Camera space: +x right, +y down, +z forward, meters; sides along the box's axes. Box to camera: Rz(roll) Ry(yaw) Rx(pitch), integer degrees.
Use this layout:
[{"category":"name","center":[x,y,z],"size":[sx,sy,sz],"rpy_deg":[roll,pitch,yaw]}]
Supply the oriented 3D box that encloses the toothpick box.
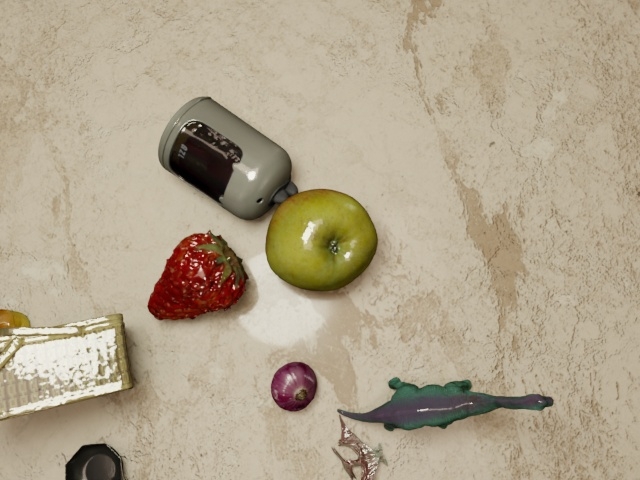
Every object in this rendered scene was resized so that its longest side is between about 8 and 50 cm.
[{"category":"toothpick box","center":[-0.204,-0.185,1.261],"size":[0.316,0.229,0.229],"rpy_deg":[34,81,7]}]

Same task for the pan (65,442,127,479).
[{"category":"pan","center":[-0.484,0.554,1.178],"size":[0.202,0.048,0.128],"rpy_deg":[40,83,11]}]

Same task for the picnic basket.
[{"category":"picnic basket","center":[-0.577,0.269,1.111],"size":[0.312,0.228,0.176],"rpy_deg":[-10,78,-23]}]

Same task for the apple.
[{"category":"apple","center":[0.000,0.000,1.195],"size":[0.260,0.194,0.261],"rpy_deg":[-1,96,-14]}]

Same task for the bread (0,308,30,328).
[{"category":"bread","center":[-0.757,0.285,1.225],"size":[0.101,0.094,0.246],"rpy_deg":[-6,78,6]}]

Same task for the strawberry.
[{"category":"strawberry","center":[-0.297,0.107,1.205],"size":[0.244,0.205,0.205],"rpy_deg":[-38,79,11]}]

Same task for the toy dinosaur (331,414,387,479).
[{"category":"toy dinosaur","center":[0.094,0.503,1.182],"size":[0.108,0.032,0.220],"rpy_deg":[-23,68,0]}]

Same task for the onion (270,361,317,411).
[{"category":"onion","center":[-0.064,0.336,1.196],"size":[0.115,0.115,0.104],"rpy_deg":[-55,37,-9]}]

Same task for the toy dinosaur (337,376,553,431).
[{"category":"toy dinosaur","center":[0.228,0.342,1.060],"size":[0.383,0.331,0.130],"rpy_deg":[-7,75,-2]}]
